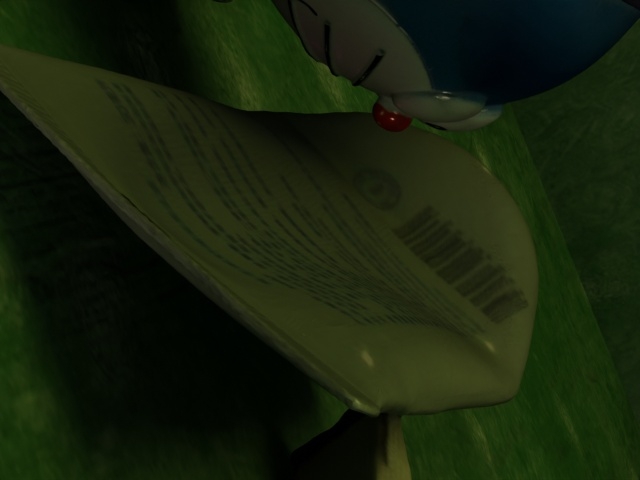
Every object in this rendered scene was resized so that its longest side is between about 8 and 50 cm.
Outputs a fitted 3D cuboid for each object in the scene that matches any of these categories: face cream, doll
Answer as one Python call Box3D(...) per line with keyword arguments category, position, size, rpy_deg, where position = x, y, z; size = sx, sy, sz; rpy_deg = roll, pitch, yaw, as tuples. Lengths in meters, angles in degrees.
Box3D(category="face cream", position=(0.000, 0.000, 0.950), size=(0.235, 0.137, 0.420), rpy_deg=(44, 9, 17))
Box3D(category="doll", position=(0.041, -0.190, 1.011), size=(0.310, 0.240, 0.284), rpy_deg=(33, 10, 27))

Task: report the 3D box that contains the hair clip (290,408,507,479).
Box3D(category="hair clip", position=(0.034, 0.205, 0.886), size=(0.101, 0.085, 0.331), rpy_deg=(46, 25, -22))
